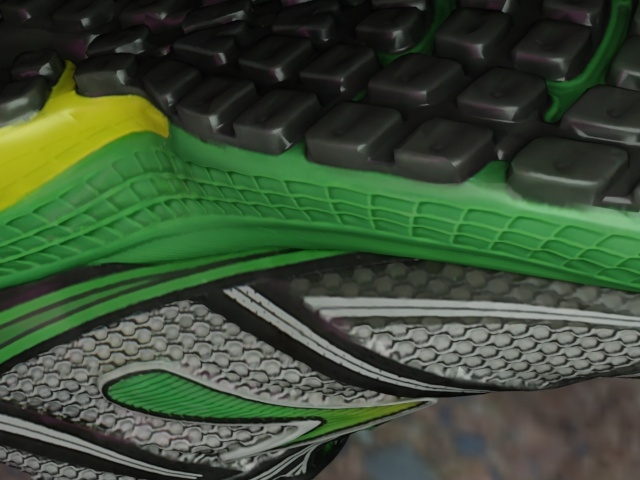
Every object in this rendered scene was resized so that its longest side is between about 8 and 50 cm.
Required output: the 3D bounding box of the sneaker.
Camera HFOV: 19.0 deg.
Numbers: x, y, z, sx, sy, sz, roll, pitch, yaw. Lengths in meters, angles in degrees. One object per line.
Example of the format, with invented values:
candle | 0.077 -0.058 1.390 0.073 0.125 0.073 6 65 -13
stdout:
sneaker | 0.000 0.000 0.490 0.343 0.134 0.146 -1 124 31
